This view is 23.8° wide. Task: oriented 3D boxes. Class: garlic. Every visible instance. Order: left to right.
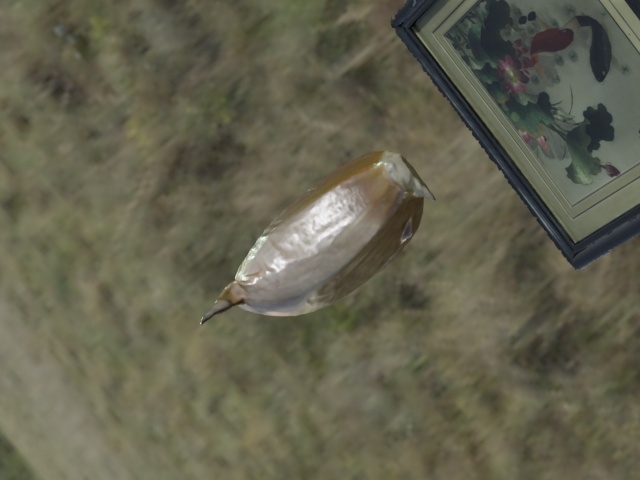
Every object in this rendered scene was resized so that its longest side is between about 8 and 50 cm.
[{"bbox_3d":[-0.007,0.005,1.185,0.090,0.198,0.128,58,180,5],"label":"garlic"}]

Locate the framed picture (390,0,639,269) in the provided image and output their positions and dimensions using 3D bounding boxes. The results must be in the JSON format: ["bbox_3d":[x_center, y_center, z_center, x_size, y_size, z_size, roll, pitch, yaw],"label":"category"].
[{"bbox_3d":[0.136,-0.089,0.854,0.199,0.010,0.195,53,152,2],"label":"framed picture"}]
